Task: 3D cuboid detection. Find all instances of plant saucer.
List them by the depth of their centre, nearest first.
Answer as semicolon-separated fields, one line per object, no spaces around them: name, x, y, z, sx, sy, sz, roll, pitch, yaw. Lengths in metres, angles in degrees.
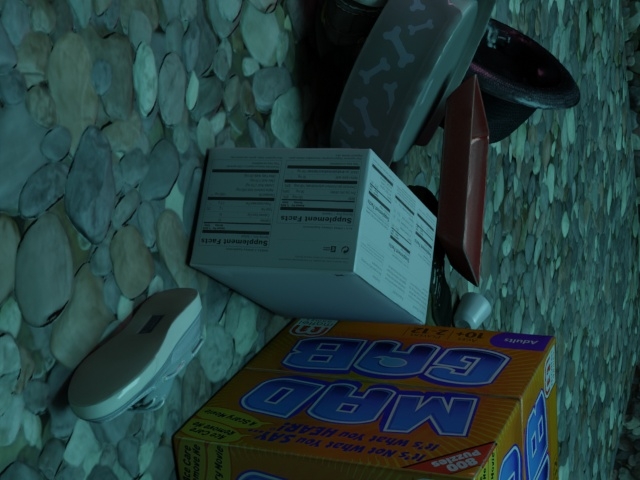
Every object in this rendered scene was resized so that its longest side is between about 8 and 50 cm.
plant saucer;0.212;-0.082;1.835;0.259;0.047;0.259;49;45;-71

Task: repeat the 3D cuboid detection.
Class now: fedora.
fedora;0.270;-0.256;2.062;0.153;0.334;0.334;-63;168;28

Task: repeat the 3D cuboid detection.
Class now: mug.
mug;0.283;0.147;2.333;0.064;0.062;0.078;-52;133;-40

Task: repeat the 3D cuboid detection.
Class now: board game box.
board game box;0.080;0.333;1.516;0.356;0.356;0.356;-42;130;-59

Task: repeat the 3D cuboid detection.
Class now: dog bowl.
dog bowl;0.127;-0.234;1.707;0.349;0.102;0.349;-60;170;-17

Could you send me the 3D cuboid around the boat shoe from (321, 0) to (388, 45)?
boat shoe;0.080;-0.366;1.730;0.097;0.116;0.324;-64;177;34

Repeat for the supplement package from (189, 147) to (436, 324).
supplement package;0.000;0.000;1.474;0.262;0.204;0.145;38;57;-62

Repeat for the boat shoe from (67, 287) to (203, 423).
boat shoe;-0.174;0.130;1.249;0.227;0.079;0.081;-52;135;-57

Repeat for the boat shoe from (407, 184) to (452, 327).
boat shoe;0.128;0.056;1.878;0.123;0.119;0.324;-71;159;-44
